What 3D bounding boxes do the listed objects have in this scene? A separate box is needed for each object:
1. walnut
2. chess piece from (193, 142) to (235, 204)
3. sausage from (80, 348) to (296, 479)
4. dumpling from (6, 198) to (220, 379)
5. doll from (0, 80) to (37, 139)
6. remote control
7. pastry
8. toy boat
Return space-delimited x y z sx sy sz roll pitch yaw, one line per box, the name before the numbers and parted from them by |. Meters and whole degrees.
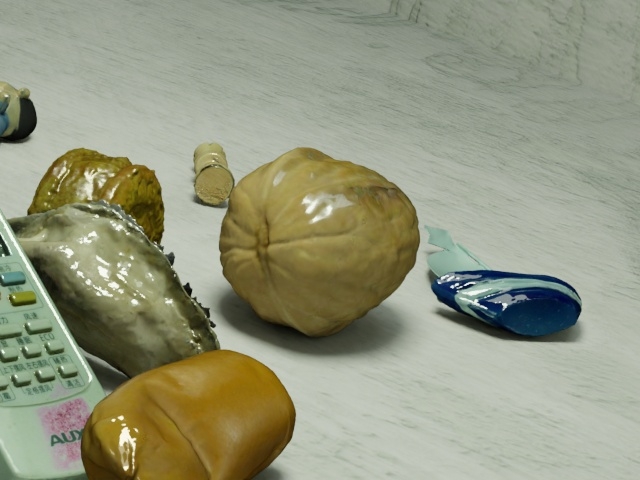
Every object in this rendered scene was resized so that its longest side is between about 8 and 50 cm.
walnut | 0.000 0.000 1.920 0.225 0.225 0.261 23 15 24
chess piece | -0.155 -0.101 2.327 0.060 0.060 0.172 11 16 -9
sausage | -0.121 0.173 1.415 0.134 0.116 0.354 60 17 5
dumpling | -0.245 0.047 1.664 0.332 0.166 0.086 21 19 15
doll | -0.462 -0.177 2.292 0.179 0.102 0.089 -15 77 -61
remote control | -0.300 0.082 1.486 0.145 0.050 0.344 -8 57 -49
pastry | -0.247 -0.004 1.796 0.103 0.188 0.189 13 18 17
toy boat | 0.241 0.051 2.162 0.210 0.070 0.291 15 16 -4
